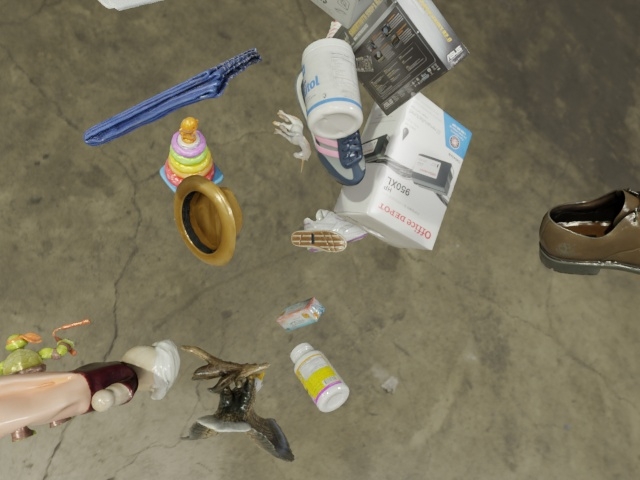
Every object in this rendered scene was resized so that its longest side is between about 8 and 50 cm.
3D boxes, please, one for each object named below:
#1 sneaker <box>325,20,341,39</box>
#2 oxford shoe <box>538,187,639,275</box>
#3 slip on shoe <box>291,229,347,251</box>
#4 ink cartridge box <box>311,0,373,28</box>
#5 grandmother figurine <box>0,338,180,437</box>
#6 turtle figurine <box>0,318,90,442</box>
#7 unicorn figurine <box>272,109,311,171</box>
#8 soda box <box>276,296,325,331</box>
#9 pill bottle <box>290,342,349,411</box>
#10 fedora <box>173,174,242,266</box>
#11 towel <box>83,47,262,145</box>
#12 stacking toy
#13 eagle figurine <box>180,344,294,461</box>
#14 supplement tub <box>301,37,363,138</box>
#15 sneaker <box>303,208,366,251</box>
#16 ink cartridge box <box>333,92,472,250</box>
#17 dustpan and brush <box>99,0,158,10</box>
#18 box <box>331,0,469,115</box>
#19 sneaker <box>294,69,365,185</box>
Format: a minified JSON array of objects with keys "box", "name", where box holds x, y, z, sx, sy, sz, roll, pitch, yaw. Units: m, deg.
[{"box":[0.028,-0.441,1.240,0.134,0.050,0.070,-39,128,-42],"name":"sneaker"},{"box":[0.366,-0.013,0.640,0.096,0.227,0.083,66,26,-45],"name":"oxford shoe"},{"box":[0.000,0.000,1.337,0.041,0.135,0.052,-6,97,-70],"name":"slip on shoe"},{"box":[0.007,-0.376,0.596,0.165,0.333,0.065,40,79,2],"name":"ink cartridge box"},{"box":[-0.338,0.207,0.793,0.342,0.207,0.104,-8,100,-52],"name":"grandmother figurine"},{"box":[-0.570,0.270,1.136,0.269,0.087,0.218,-17,82,-34],"name":"turtle figurine"},{"box":[-0.072,-0.279,1.515,0.111,0.060,0.162,23,56,-27],"name":"unicorn figurine"},{"box":[-0.067,0.246,1.891,0.063,0.183,0.058,47,51,-14],"name":"soda box"},{"box":[-0.004,0.164,0.693,0.043,0.043,0.083,-9,40,-33],"name":"pill bottle"},{"box":[-0.213,-0.045,1.143,0.079,0.194,0.194,-31,82,-45],"name":"fedora"},{"box":[-0.234,-0.249,0.974,0.336,0.243,0.040,-77,144,-65],"name":"towel"},{"box":[-0.412,-0.283,1.791,0.175,0.302,0.166,-35,73,-24],"name":"stacking toy"},{"box":[-0.172,0.369,1.211,0.225,0.299,0.226,-18,38,-30],"name":"eagle figurine"},{"box":[0.014,-0.189,0.718,0.070,0.071,0.107,5,65,-27],"name":"supplement tub"},{"box":[0.071,-0.057,2.133,0.305,0.114,0.152,-15,86,-35],"name":"sneaker"},{"box":[0.250,-0.202,1.695,0.285,0.166,0.395,26,80,-33],"name":"ink cartridge box"},{"box":[-0.308,-0.431,0.856,0.147,0.060,0.211,-33,92,-36],"name":"dustpan and brush"},{"box":[0.126,-0.337,0.992,0.056,0.231,0.183,-41,97,-19],"name":"box"},{"box":[0.048,-0.254,1.344,0.112,0.131,0.319,-42,125,-20],"name":"sneaker"}]
